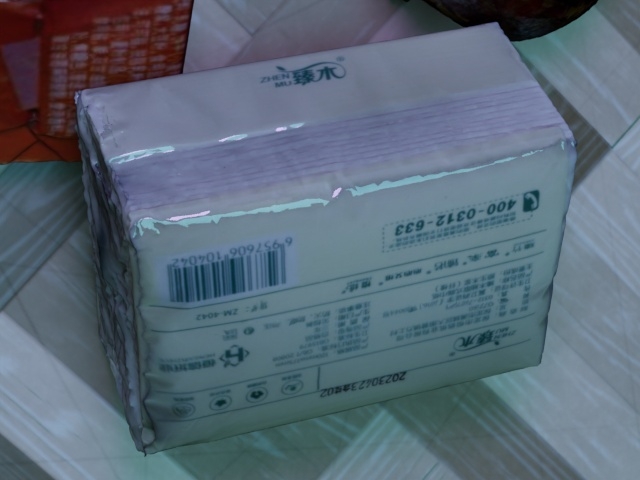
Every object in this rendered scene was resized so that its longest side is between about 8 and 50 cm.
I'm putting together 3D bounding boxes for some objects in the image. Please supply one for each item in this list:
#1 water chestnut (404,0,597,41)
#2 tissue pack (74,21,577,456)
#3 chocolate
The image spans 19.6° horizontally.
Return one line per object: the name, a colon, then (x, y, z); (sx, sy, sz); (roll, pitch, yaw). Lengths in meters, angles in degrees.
water chestnut: (0.151, -0.278, 1.627); (0.224, 0.238, 0.223); (22, 54, -33)
tissue pack: (0.000, 0.000, 1.561); (0.380, 0.207, 0.297); (-10, 135, -15)
chocolate: (-0.232, -0.171, 1.513); (0.235, 0.237, 0.108); (-4, 55, -15)
